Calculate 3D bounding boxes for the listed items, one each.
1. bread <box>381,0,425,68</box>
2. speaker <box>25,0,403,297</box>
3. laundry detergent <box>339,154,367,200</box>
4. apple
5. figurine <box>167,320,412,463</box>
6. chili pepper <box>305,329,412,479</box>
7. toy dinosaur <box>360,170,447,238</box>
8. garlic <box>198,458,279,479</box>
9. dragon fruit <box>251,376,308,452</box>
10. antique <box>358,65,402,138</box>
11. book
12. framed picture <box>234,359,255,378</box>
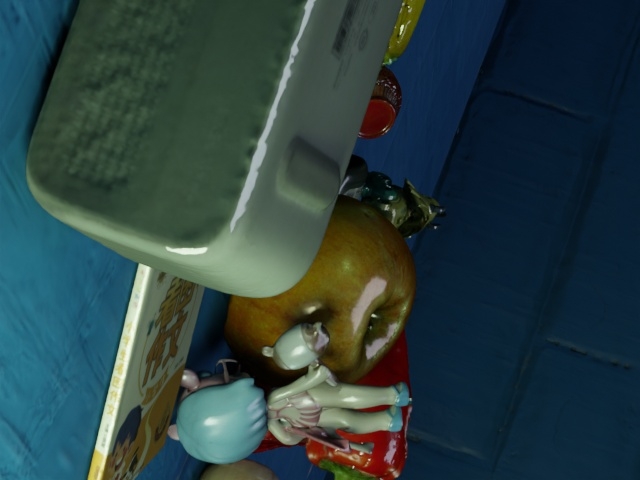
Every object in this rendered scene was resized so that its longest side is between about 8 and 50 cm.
[{"bbox_3d":[0.070,-0.346,1.610,0.166,0.112,0.384,-15,131,-56],"label":"bread"},{"bbox_3d":[-0.049,-0.172,1.093,0.184,0.183,0.406,26,83,-76],"label":"speaker"},{"bbox_3d":[0.000,0.000,2.068,0.144,0.078,0.222,-41,145,-71],"label":"laundry detergent"},{"bbox_3d":[-0.009,0.056,1.853,0.237,0.207,0.237,-42,146,-37],"label":"apple"},{"bbox_3d":[-0.028,0.173,1.722,0.205,0.260,0.103,106,-19,-50],"label":"figurine"},{"bbox_3d":[0.049,0.227,1.964,0.134,0.131,0.338,131,-36,-62],"label":"chili pepper"},{"bbox_3d":[0.085,-0.043,2.372,0.259,0.153,0.094,-29,136,-65],"label":"toy dinosaur"},{"bbox_3d":[-0.115,0.363,2.015,0.148,0.128,0.266,61,26,-12],"label":"garlic"},{"bbox_3d":[-0.101,0.209,1.986,0.192,0.122,0.092,24,56,-66],"label":"dragon fruit"},{"bbox_3d":[0.050,-0.175,1.982,0.104,0.104,0.104,19,90,-82],"label":"antique"},{"bbox_3d":[-0.158,0.107,1.532,0.208,0.020,0.295,-48,155,-68],"label":"book"},{"bbox_3d":[-0.084,0.160,2.102,0.128,0.023,0.168,-62,168,-48],"label":"framed picture"}]
